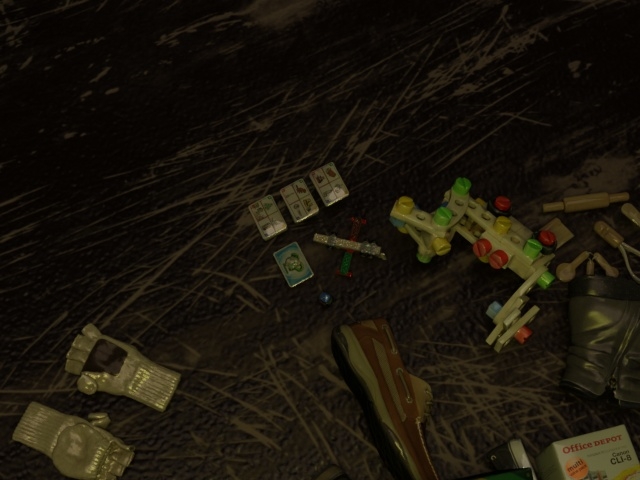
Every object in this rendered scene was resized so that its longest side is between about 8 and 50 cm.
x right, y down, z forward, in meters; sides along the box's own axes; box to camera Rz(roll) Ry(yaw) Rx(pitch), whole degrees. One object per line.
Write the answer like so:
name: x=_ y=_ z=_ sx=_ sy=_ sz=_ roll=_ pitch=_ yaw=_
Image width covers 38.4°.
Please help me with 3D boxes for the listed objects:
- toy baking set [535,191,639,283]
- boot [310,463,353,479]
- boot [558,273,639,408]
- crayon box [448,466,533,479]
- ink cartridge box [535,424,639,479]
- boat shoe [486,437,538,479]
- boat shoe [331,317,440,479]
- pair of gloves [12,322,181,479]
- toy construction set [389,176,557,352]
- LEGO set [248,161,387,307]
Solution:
toy baking set: x=0.526 y=0.001 z=1.699 sx=0.256 sy=0.030 sz=0.196 roll=-12 pitch=72 yaw=0
boot: x=0.039 y=0.479 z=1.396 sx=0.229 sy=0.091 sz=0.263 roll=28 pitch=64 yaw=34
boot: x=0.582 y=0.190 z=1.584 sx=0.338 sy=0.118 sz=0.222 roll=5 pitch=73 yaw=6
crayon box: x=0.190 y=0.455 z=1.332 sx=0.318 sy=0.081 sz=0.202 roll=-2 pitch=76 yaw=-33
ink cartridge box: x=0.438 y=0.400 z=1.460 sx=0.128 sy=0.127 sz=0.176 roll=-13 pitch=66 yaw=-7
boat shoe: x=0.327 y=0.435 z=1.474 sx=0.076 sy=0.080 sz=0.228 roll=-21 pitch=70 yaw=8
boat shoe: x=0.130 y=0.266 z=1.520 sx=0.120 sy=0.122 sz=0.324 roll=-21 pitch=68 yaw=-14
pair of gloves: x=-0.376 y=0.278 z=1.545 sx=0.204 sy=0.042 sz=0.240 roll=29 pitch=69 yaw=11
toy construction set: x=0.286 y=0.025 z=1.614 sx=0.215 sy=0.151 sz=0.327 roll=-29 pitch=76 yaw=-40
LEGO set: x=0.000 y=0.000 z=1.690 sx=0.182 sy=0.060 sz=0.244 roll=-29 pitch=68 yaw=0
